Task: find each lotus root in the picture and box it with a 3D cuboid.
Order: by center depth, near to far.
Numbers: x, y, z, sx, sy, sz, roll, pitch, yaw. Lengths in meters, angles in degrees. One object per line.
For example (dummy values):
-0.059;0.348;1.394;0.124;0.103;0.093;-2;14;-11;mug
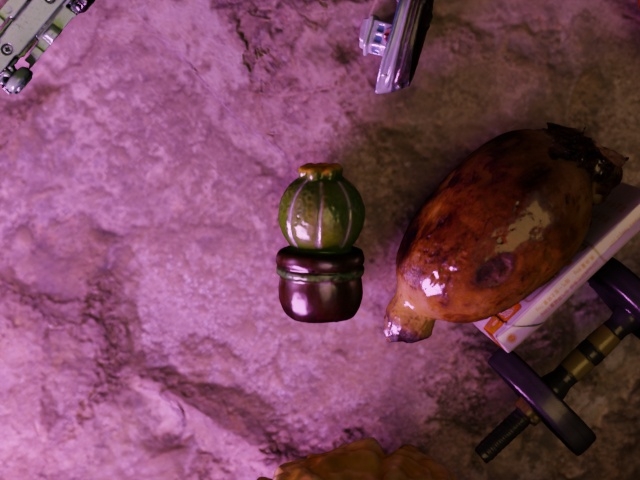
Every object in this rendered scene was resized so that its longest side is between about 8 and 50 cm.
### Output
0.175;-0.010;1.401;0.314;0.169;0.141;-44;105;3;lotus root

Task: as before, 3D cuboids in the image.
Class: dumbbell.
0.289;0.121;1.464;0.325;0.143;0.143;-44;106;0;dumbbell

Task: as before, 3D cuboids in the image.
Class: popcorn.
0.040;0.327;1.418;0.258;0.224;0.270;-43;117;7;popcorn

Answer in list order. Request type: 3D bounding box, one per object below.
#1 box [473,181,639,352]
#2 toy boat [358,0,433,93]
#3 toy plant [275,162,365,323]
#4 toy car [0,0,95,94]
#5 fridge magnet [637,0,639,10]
0.255;0.022;1.447;0.220;0.122;0.032;-42;105;-1;box
0.076;-0.219;1.400;0.066;0.059;0.140;15;98;15;toy boat
0.000;0.000;1.408;0.093;0.093;0.162;-2;103;-11;toy plant
-0.282;-0.214;1.327;0.073;0.054;0.143;38;96;-15;toy car
0.501;-0.294;1.415;0.364;0.155;0.363;-2;101;-12;fridge magnet
